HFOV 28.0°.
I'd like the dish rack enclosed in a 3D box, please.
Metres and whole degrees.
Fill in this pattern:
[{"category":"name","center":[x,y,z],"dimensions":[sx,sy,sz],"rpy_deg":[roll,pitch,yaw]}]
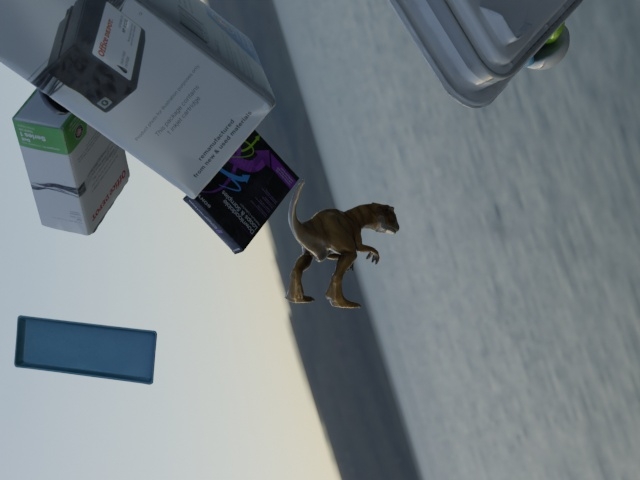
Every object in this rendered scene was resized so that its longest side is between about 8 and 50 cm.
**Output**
[{"category":"dish rack","center":[0.168,-0.318,1.272],"dimensions":[0.285,0.072,0.333],"rpy_deg":[56,-134,-13]}]

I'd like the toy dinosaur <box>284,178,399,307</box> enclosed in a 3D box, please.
[{"category":"toy dinosaur","center":[0.000,0.000,1.092],"dimensions":[0.211,0.064,0.112],"rpy_deg":[-6,-76,-65]}]

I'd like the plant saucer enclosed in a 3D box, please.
[{"category":"plant saucer","center":[-0.291,0.135,1.597],"dimensions":[0.018,0.192,0.067],"rpy_deg":[0,-85,-74]}]

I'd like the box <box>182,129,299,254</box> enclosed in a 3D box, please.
[{"category":"box","center":[-0.114,-0.076,1.882],"dimensions":[0.116,0.162,0.029],"rpy_deg":[47,148,-18]}]

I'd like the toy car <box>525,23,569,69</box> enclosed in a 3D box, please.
[{"category":"toy car","center":[0.221,-0.271,1.650],"dimensions":[0.182,0.136,0.159],"rpy_deg":[12,148,40]}]

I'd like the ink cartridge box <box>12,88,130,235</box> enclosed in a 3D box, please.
[{"category":"ink cartridge box","center":[-0.382,-0.141,1.991],"dimensions":[0.160,0.093,0.219],"rpy_deg":[-64,-21,-43]}]

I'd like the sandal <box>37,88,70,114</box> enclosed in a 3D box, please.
[{"category":"sandal","center":[-0.299,-0.285,1.757],"dimensions":[0.097,0.254,0.054],"rpy_deg":[40,168,-20]}]

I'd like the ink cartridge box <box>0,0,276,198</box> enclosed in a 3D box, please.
[{"category":"ink cartridge box","center":[-0.209,-0.207,1.219],"dimensions":[0.307,0.129,0.223],"rpy_deg":[36,-165,-22]}]
